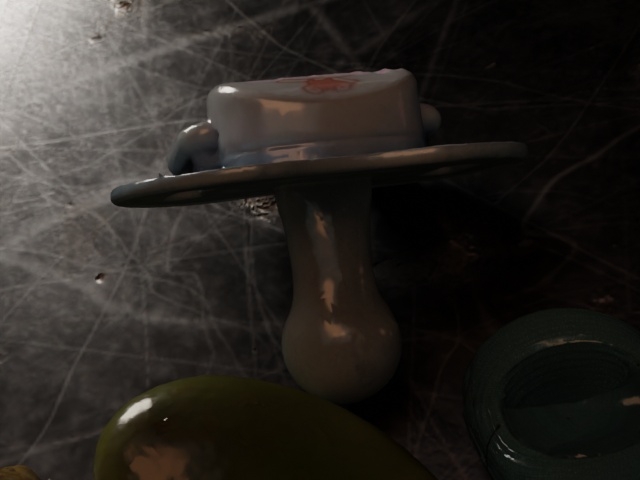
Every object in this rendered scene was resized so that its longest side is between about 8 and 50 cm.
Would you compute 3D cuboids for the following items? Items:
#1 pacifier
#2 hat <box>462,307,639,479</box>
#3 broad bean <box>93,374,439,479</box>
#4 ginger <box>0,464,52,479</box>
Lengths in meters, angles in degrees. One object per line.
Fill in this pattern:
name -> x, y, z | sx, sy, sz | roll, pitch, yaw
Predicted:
pacifier -> 0.000, 0.000, 1.234 | 0.287, 0.238, 0.226 | -4, 85, -17
hat -> 0.166, 0.126, 1.148 | 0.138, 0.078, 0.191 | -12, 35, -2
broad bean -> -0.018, 0.186, 1.139 | 0.263, 0.121, 0.189 | 33, 55, 12
ginger -> -0.221, 0.195, 1.204 | 0.204, 0.080, 0.104 | 30, 72, 28
